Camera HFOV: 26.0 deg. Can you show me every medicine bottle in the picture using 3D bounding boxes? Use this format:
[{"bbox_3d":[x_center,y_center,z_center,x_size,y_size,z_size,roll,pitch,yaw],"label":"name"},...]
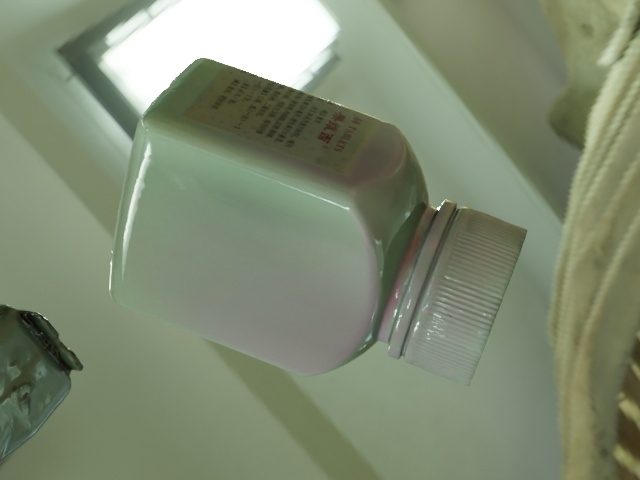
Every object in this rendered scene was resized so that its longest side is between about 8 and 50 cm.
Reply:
[{"bbox_3d":[0.000,0.000,0.427,0.118,0.074,0.055,20,-146,8],"label":"medicine bottle"}]

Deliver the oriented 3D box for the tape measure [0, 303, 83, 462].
[{"bbox_3d":[-0.253,0.151,0.589,0.330,0.164,0.084,-49,-59,-27],"label":"tape measure"}]
